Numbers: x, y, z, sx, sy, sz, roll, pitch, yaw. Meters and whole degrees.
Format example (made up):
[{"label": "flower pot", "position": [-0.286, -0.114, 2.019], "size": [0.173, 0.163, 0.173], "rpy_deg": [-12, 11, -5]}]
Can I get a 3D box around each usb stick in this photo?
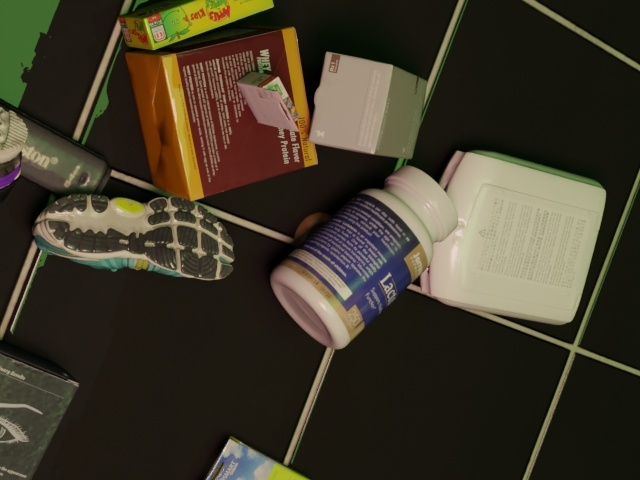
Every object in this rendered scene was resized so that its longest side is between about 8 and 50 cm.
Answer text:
[{"label": "usb stick", "position": [-0.391, -0.129, 1.418], "size": [0.278, 0.045, 0.077], "rpy_deg": [30, 84, -33]}]

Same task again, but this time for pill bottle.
[{"label": "pill bottle", "position": [0.068, 0.020, 1.645], "size": [0.264, 0.153, 0.153], "rpy_deg": [-43, 119, -17]}]

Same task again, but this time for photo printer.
[{"label": "photo printer", "position": [0.301, -0.005, 1.826], "size": [0.307, 0.107, 0.256], "rpy_deg": [11, 95, -32]}]

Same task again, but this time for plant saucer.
[{"label": "plant saucer", "position": [0.000, 0.000, 1.700], "size": [0.083, 0.015, 0.083], "rpy_deg": [-7, 104, -30]}]

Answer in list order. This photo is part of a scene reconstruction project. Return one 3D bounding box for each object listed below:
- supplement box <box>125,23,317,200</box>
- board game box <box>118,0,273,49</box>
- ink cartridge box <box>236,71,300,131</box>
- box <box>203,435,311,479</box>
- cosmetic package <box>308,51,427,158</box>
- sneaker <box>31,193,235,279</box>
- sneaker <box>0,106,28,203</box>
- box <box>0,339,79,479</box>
[{"label": "supplement box", "position": [-0.131, -0.176, 1.515], "size": [0.194, 0.129, 0.191], "rpy_deg": [-19, 110, -26]}, {"label": "board game box", "position": [-0.164, -0.301, 1.490], "size": [0.181, 0.092, 0.043], "rpy_deg": [-26, 114, -24]}, {"label": "ink cartridge box", "position": [-0.057, -0.174, 1.413], "size": [0.029, 0.115, 0.063], "rpy_deg": [-38, 117, -18]}, {"label": "box", "position": [-0.105, 0.372, 1.702], "size": [0.178, 0.042, 0.109], "rpy_deg": [35, 81, -32]}, {"label": "cosmetic package", "position": [0.071, -0.184, 1.580], "size": [0.238, 0.107, 0.127], "rpy_deg": [-19, 120, -75]}, {"label": "sneaker", "position": [-0.245, -0.003, 1.501], "size": [0.275, 0.110, 0.107], "rpy_deg": [12, 68, -27]}, {"label": "sneaker", "position": [-0.500, -0.087, 1.329], "size": [0.293, 0.102, 0.146], "rpy_deg": [6, 137, -14]}, {"label": "box", "position": [-0.430, 0.233, 1.437], "size": [0.153, 0.108, 0.207], "rpy_deg": [31, 84, -32]}]
